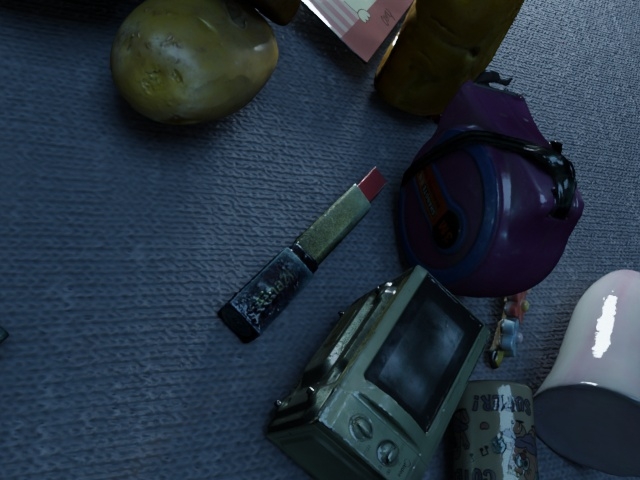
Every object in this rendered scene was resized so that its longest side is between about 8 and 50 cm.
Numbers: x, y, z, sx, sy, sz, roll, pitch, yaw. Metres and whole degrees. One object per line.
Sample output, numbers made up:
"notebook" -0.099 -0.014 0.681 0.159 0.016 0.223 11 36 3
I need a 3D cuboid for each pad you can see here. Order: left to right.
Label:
"pad" 0.051 -0.417 0.895 0.202 0.005 0.300 42 47 -11

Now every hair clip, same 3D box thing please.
"hair clip" 0.280 0.083 0.804 0.062 0.056 0.214 47 47 -43

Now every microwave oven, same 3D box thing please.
"microwave oven" 0.056 0.147 0.590 0.129 0.163 0.205 43 55 -5

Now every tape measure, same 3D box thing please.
"tape measure" 0.211 -0.050 0.710 0.149 0.245 0.232 4 51 -28

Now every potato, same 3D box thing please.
"potato" -0.147 -0.220 0.661 0.234 0.146 0.150 -55 131 -53

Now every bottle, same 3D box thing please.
"bottle" 0.204 0.273 0.645 0.097 0.110 0.209 1 64 7

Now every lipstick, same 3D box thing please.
"lipstick" 0.000 0.000 0.693 0.051 0.051 0.312 46 55 -1

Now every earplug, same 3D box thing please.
"earplug" 0.417 0.152 0.794 0.172 0.172 0.301 43 49 -5

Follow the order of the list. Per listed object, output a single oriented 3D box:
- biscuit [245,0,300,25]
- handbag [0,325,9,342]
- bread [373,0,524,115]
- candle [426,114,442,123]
"biscuit" -0.170 -0.408 0.665 0.063 0.314 0.367 -43 90 10
"handbag" -0.416 0.056 0.381 0.269 0.100 0.274 51 44 -11
"bread" 0.224 -0.367 0.802 0.147 0.328 0.337 27 55 -2
"candle" 0.248 -0.190 0.926 0.167 0.021 0.026 10 44 -23
